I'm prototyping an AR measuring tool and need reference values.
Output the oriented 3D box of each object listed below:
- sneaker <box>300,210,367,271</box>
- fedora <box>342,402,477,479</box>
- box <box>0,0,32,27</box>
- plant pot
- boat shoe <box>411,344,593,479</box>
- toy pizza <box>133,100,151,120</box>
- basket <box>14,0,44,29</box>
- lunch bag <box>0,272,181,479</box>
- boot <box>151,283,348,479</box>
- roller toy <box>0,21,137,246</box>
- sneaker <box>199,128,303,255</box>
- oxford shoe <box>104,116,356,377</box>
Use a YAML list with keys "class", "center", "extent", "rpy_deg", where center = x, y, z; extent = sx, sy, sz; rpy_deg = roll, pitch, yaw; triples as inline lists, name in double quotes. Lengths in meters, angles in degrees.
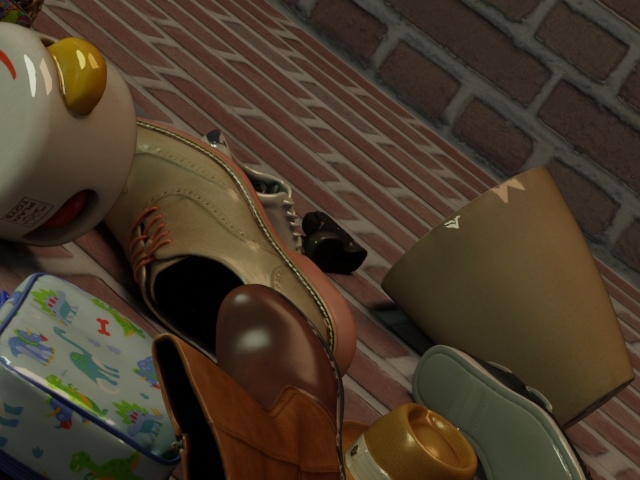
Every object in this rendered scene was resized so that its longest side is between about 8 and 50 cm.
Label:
- class: "sneaker"
  center: [0.002, -0.002, 2.210]
  extent: [0.089, 0.051, 0.170]
  rpy_deg: [41, 11, 25]
- class: "fedora"
  center: [0.092, 0.210, 1.645]
  extent: [0.194, 0.079, 0.194]
  rpy_deg: [32, 13, -9]
- class: "box"
  center: [-0.475, -0.277, 1.627]
  extent: [0.279, 0.177, 0.290]
  rpy_deg: [43, 1, 30]
- class: "plant pot"
  center: [0.255, 0.095, 2.138]
  extent: [0.274, 0.256, 0.256]
  rpy_deg: [56, 19, 14]
- class: "boat shoe"
  center: [0.214, 0.209, 1.858]
  extent: [0.091, 0.114, 0.302]
  rpy_deg: [16, 23, -37]
- class: "toy pizza"
  center: [-0.293, -0.172, 2.130]
  extent: [0.201, 0.032, 0.201]
  rpy_deg: [33, 15, -10]
- class: "basket"
  center: [-0.485, -0.340, 2.127]
  extent: [0.299, 0.223, 0.213]
  rpy_deg: [32, 47, -11]
- class: "lunch bag"
  center: [-0.184, 0.115, 1.304]
  extent: [0.176, 0.090, 0.219]
  rpy_deg: [34, 14, -8]
- class: "boot"
  center: [-0.070, 0.121, 1.312]
  extent: [0.280, 0.096, 0.264]
  rpy_deg: [39, 38, -62]
- class: "roller toy"
  center: [-0.276, -0.096, 1.578]
  extent: [0.209, 0.191, 0.146]
  rpy_deg: [14, -2, 39]
- class: "sneaker"
  center: [-0.061, -0.018, 1.908]
  extent: [0.258, 0.091, 0.094]
  rpy_deg: [44, 13, -33]
- class: "oxford shoe"
  center: [-0.133, -0.001, 1.722]
  extent: [0.397, 0.140, 0.146]
  rpy_deg: [40, 22, 30]
